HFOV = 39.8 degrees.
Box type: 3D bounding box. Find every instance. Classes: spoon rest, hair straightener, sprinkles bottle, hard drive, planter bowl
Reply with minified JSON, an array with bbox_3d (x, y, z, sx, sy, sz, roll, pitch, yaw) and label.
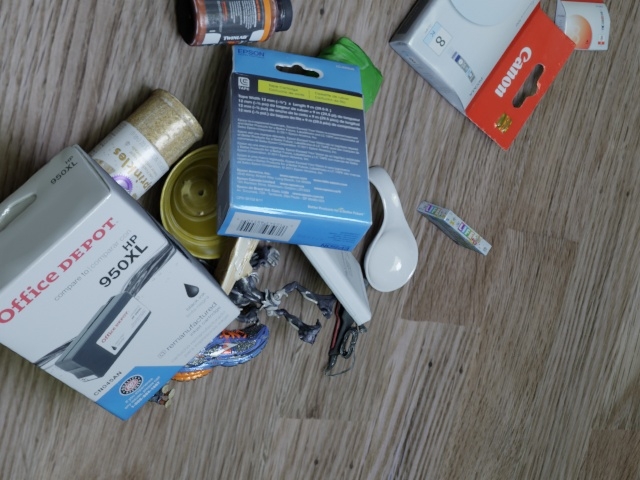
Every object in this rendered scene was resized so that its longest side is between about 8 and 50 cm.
[{"bbox_3d":[0.141,-0.017,1.882,0.137,0.084,0.276,-22,113,-23],"label":"spoon rest"},{"bbox_3d":[0.057,0.188,1.888,0.047,0.089,0.230,14,97,-34],"label":"hair straightener"},{"bbox_3d":[-0.367,-0.107,1.539,0.355,0.121,0.121,-46,121,-12],"label":"sprinkles bottle"},{"bbox_3d":[0.000,0.000,1.741,0.040,0.203,0.307,-29,120,12],"label":"hard drive"},{"bbox_3d":[-0.210,-0.081,1.655,0.217,0.090,0.217,-10,111,-27],"label":"planter bowl"}]

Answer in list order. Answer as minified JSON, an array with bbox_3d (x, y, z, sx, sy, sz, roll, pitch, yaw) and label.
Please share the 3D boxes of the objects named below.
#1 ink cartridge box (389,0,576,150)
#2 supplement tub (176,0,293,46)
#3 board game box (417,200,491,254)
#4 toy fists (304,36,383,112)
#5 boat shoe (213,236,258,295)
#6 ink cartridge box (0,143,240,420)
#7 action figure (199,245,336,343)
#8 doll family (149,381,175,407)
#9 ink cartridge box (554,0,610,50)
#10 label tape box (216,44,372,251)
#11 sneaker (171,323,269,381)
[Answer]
[{"bbox_3d":[0.374,-0.419,1.877,0.385,0.091,0.308,37,84,-25],"label":"ink cartridge box"},{"bbox_3d":[-0.151,-0.407,1.589,0.198,0.106,0.106,-10,109,-27],"label":"supplement tub"},{"bbox_3d":[0.296,-0.028,1.957,0.154,0.103,0.026,37,84,-33],"label":"board game box"},{"bbox_3d":[0.008,-0.263,1.725,0.142,0.096,0.279,36,80,-44],"label":"toy fists"},{"bbox_3d":[-0.152,0.044,1.636,0.059,0.063,0.170,20,94,-27],"label":"boat shoe"},{"bbox_3d":[-0.361,0.081,1.443,0.285,0.166,0.395,-43,139,-4],"label":"ink cartridge box"},{"bbox_3d":[-0.116,0.102,1.741,0.275,0.141,0.164,25,100,-7],"label":"action figure"},{"bbox_3d":[-0.328,0.226,1.678,0.076,0.111,0.193,17,88,-72],"label":"doll family"},{"bbox_3d":[0.609,-0.529,2.032,0.145,0.045,0.179,-6,109,-29],"label":"ink cartridge box"},{"bbox_3d":[-0.050,-0.167,1.572,0.249,0.115,0.348,7,58,-16],"label":"label tape box"},{"bbox_3d":[-0.202,0.207,1.751,0.221,0.083,0.087,-19,107,-27],"label":"sneaker"}]
